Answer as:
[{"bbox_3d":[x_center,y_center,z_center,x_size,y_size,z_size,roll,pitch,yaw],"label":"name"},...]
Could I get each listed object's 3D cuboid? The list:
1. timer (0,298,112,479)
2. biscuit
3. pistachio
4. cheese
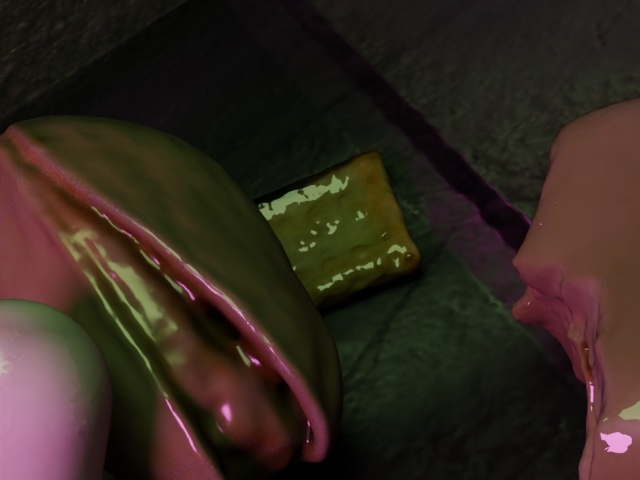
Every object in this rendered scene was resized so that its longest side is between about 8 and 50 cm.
[{"bbox_3d":[-0.177,0.141,0.613,0.233,0.240,0.233,11,16,-3],"label":"timer"},{"bbox_3d":[0.000,0.000,0.822,0.083,0.018,0.081,-24,44,3],"label":"biscuit"},{"bbox_3d":[-0.071,0.029,0.744,0.136,0.136,0.226,-35,50,-9],"label":"pistachio"},{"bbox_3d":[0.151,0.027,0.675,0.175,0.091,0.202,-1,49,26],"label":"cheese"}]
